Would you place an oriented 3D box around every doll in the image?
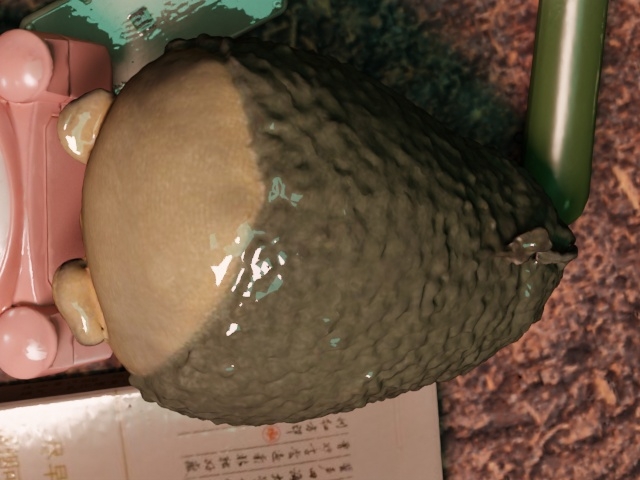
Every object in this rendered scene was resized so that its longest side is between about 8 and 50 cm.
[{"bbox_3d":[0.000,0.000,0.933,0.349,0.247,0.247,5,103,-39],"label":"doll"}]

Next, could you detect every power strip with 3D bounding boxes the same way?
[{"bbox_3d":[-0.115,-0.157,1.006,0.192,0.035,0.081,-28,105,-1],"label":"power strip"}]

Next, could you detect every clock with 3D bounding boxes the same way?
[{"bbox_3d":[-0.257,-0.024,0.957,0.241,0.142,0.227,-1,92,17],"label":"clock"}]

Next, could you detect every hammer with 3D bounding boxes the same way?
[{"bbox_3d":[0.178,-0.169,1.012,0.206,0.119,0.336,1,108,-8],"label":"hammer"}]

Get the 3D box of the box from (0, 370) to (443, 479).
[{"bbox_3d":[-0.090,0.191,1.074,0.365,0.051,0.205,-7,104,-6],"label":"box"}]
